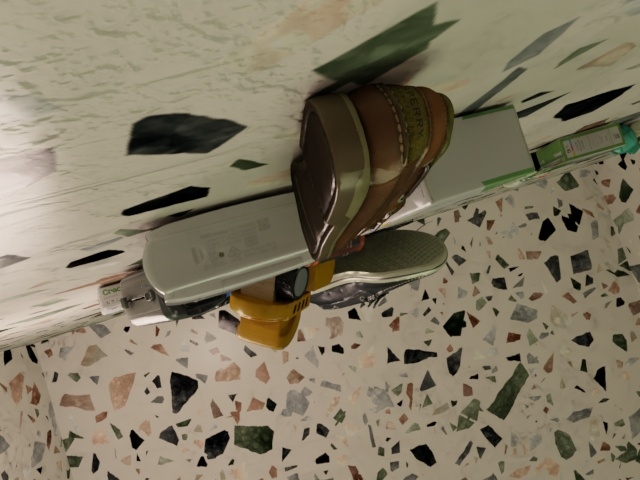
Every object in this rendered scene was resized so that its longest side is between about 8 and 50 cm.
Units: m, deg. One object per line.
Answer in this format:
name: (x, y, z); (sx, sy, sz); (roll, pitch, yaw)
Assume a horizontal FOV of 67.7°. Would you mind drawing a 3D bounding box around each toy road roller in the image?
toy road roller: (-0.113, 0.142, 1.277); (0.202, 0.241, 0.329); (12, -169, 20)

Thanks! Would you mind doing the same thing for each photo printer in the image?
photo printer: (-0.138, 0.022, 0.744); (0.256, 0.107, 0.307); (-17, 177, -18)

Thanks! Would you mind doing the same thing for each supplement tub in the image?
supplement tub: (0.000, 0.000, 1.124); (0.197, 0.106, 0.106); (-16, 176, -28)

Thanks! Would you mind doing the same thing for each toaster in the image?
toaster: (-0.307, 0.101, 1.009); (0.146, 0.129, 0.227); (-15, 180, 28)

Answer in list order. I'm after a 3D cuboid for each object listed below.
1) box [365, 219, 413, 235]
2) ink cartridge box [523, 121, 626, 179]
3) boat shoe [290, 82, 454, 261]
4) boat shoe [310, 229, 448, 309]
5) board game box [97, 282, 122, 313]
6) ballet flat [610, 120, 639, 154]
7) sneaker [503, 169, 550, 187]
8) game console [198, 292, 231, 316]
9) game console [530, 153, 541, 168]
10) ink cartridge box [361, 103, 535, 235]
box: (0.094, -0.022, 1.525); (0.293, 0.073, 0.295); (-13, 173, -32)
ink cartridge box: (0.595, -0.214, 1.145); (0.209, 0.062, 0.109); (-17, 177, -4)
boat shoe: (0.036, -0.050, 0.464); (0.104, 0.111, 0.307); (-16, 176, -10)
boat shoe: (0.146, 0.099, 1.400); (0.500, 0.156, 0.187); (-18, -145, 33)
board game box: (-0.473, 0.135, 1.243); (0.193, 0.053, 0.305); (-17, 177, -28)
ballet flat: (0.833, -0.277, 1.276); (0.247, 0.083, 0.087); (-17, 163, -47)
sneaker: (0.666, -0.223, 1.549); (0.161, 0.057, 0.075); (-17, 160, 14)
game console: (-0.302, 0.106, 1.505); (0.293, 0.173, 0.250); (-22, -146, 6)
game console: (0.499, -0.179, 1.401); (0.213, 0.044, 0.361); (-16, 176, -2)
ink cartridge box: (0.142, -0.084, 0.633); (0.154, 0.093, 0.212); (-17, 178, -21)
